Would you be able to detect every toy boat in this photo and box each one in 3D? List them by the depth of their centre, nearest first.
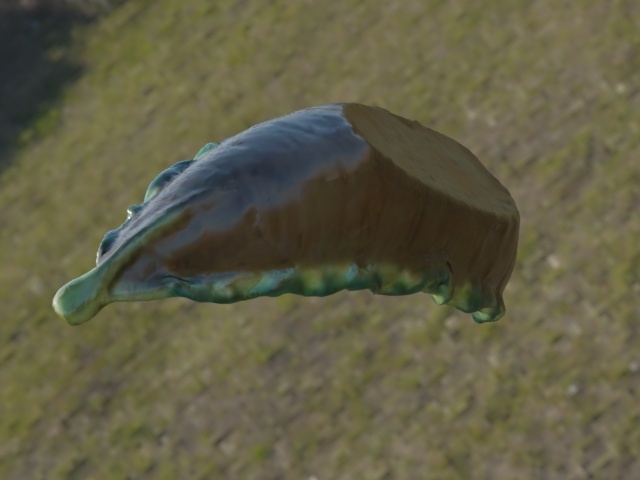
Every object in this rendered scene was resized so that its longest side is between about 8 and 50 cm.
[{"bbox_3d":[0.005,-0.008,0.839,0.099,0.108,0.293,-53,-24,21],"label":"toy boat"}]
